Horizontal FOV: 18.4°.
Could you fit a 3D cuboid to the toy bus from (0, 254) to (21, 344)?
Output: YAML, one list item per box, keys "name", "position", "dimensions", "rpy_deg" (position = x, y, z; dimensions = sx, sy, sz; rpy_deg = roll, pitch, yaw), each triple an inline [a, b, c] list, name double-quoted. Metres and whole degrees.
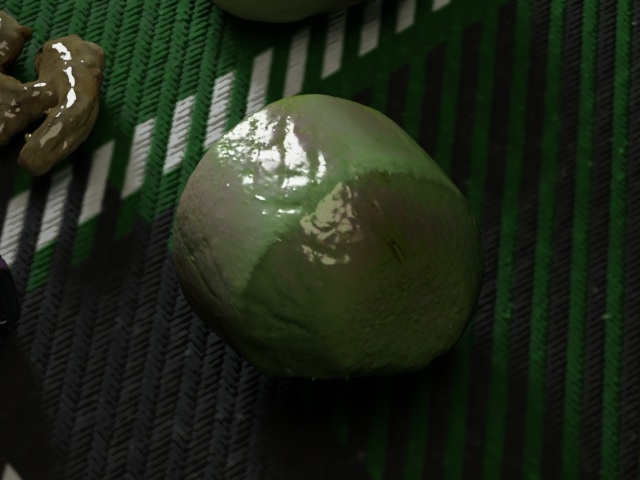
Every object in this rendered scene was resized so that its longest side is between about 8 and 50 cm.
- name: "toy bus"
  position: [-0.322, 0.054, 1.487]
  dimensions: [0.178, 0.087, 0.098]
  rpy_deg: [-26, 56, -17]

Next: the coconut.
- name: "coconut"
  position: [0.000, 0.000, 1.476]
  dimensions: [0.236, 0.204, 0.236]
  rpy_deg: [-18, 45, 18]

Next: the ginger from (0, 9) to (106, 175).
- name: "ginger"
  position: [-0.289, -0.145, 1.640]
  dimensions: [0.258, 0.065, 0.149]
  rpy_deg: [23, 45, 18]

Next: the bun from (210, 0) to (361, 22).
- name: "bun"
  position: [-0.015, -0.305, 1.702]
  dimensions: [0.259, 0.160, 0.259]
  rpy_deg: [3, 55, -5]
